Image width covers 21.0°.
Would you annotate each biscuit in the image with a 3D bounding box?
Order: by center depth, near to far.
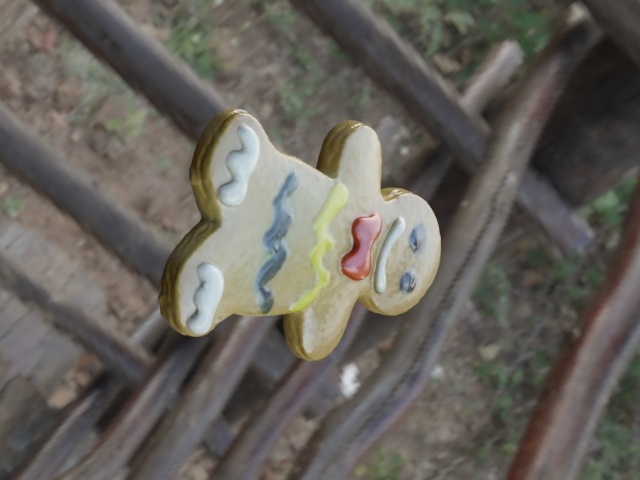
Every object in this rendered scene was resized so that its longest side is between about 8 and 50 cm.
[{"bbox_3d":[0.001,0.000,1.103,0.240,0.035,0.158,7,97,-47],"label":"biscuit"}]
